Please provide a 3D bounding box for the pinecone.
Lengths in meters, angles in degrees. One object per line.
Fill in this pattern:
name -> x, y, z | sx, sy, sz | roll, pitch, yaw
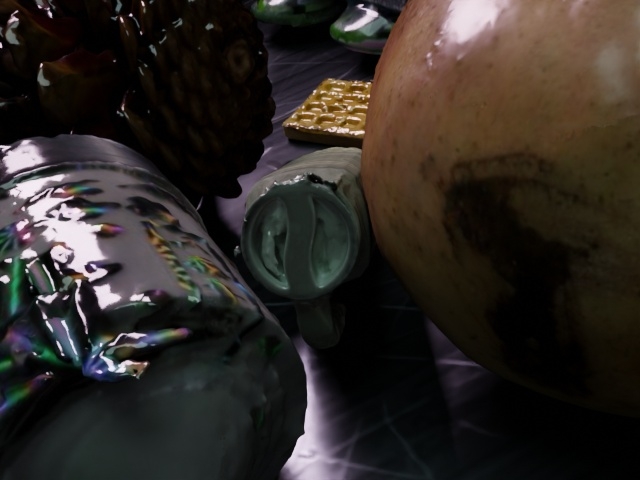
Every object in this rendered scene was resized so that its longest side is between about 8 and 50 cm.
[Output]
pinecone -> -0.181, -0.115, 0.755 | 0.292, 0.246, 0.246 | -15, 33, 26

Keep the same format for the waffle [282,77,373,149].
waffle -> 0.042, -0.111, 0.851 | 0.135, 0.021, 0.092 | 11, 43, 29

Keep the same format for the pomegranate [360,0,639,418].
pomegranate -> 0.180, -0.053, 0.526 | 0.322, 0.322, 0.322 | -8, 37, 6

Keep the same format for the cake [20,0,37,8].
cake -> -0.295, -0.365, 1.045 | 0.332, 0.332, 0.321 | -13, 38, 0

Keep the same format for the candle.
candle -> -0.108, 0.080, 0.512 | 0.187, 0.187, 0.330 | -25, 40, -16

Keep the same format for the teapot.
teapot -> 0.000, 0.000, 0.626 | 0.077, 0.107, 0.200 | -6, 9, 8

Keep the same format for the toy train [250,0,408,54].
toy train -> 0.071, -0.308, 0.991 | 0.248, 0.174, 0.307 | -27, 37, -31
